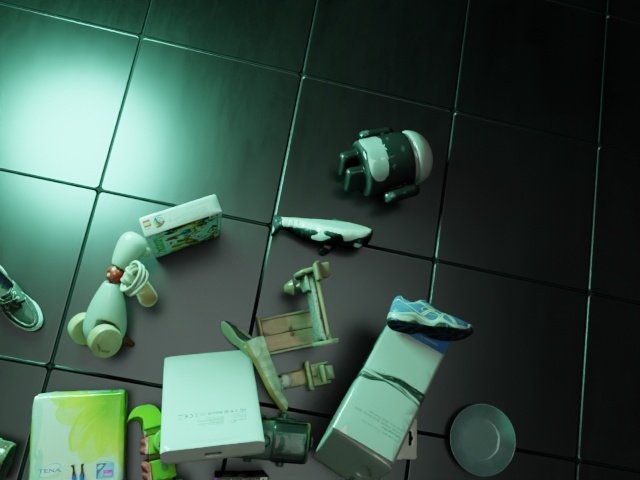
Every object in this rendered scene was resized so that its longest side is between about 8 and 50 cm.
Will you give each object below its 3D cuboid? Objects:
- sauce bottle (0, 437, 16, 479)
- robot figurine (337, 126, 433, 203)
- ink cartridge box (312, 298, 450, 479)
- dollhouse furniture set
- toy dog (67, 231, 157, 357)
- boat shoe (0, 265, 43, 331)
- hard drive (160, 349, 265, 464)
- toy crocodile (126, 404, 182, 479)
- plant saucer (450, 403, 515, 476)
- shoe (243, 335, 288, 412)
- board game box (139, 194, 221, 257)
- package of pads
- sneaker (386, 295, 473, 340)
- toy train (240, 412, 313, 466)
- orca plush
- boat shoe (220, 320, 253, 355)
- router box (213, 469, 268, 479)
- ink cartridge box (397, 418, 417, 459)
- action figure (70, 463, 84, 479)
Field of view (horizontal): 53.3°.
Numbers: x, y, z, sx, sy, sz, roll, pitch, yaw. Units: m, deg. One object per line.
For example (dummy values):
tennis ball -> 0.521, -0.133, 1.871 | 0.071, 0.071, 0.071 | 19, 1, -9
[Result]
sauce bottle -> -0.932, 0.504, 1.552 | 0.344, 0.111, 0.111 | 15, 75, -4
robot figurine -> 0.193, -0.225, 1.879 | 0.278, 0.173, 0.209 | -14, 103, -12
ink cartridge box -> 0.160, 0.388, 1.607 | 0.166, 0.285, 0.395 | 29, 56, 8
dollhouse furniture set -> -0.060, 0.238, 1.629 | 0.173, 0.355, 0.303 | -10, 79, -11
toy dog -> -0.512, 0.161, 1.670 | 0.334, 0.161, 0.220 | -52, 47, 12
boat shoe -> -0.818, 0.142, 1.672 | 0.080, 0.076, 0.228 | -36, 85, -15
hard drive -> -0.273, 0.400, 1.583 | 0.233, 0.353, 0.047 | -3, 117, -10
toy crocodile -> -0.403, 0.582, 1.603 | 0.105, 0.115, 0.341 | -7, 76, -31
plant saucer -> 0.452, 0.561, 1.801 | 0.195, 0.037, 0.195 | 2, 76, -9
shoe -> -0.131, 0.352, 1.678 | 0.058, 0.076, 0.219 | -28, 99, -12
board game box -> -0.359, -0.032, 1.670 | 0.193, 0.305, 0.053 | -19, 83, -13
package of pads -> -0.607, 0.529, 1.603 | 0.229, 0.101, 0.297 | 0, 76, -11
sneaker -> 0.268, 0.186, 1.539 | 0.211, 0.080, 0.081 | 14, 55, -3
toy train -> -0.177, 0.502, 1.632 | 0.334, 0.190, 0.142 | 9, 75, -7
orca plush -> 0.000, 0.000, 1.830 | 0.287, 0.151, 0.102 | 3, 108, -12
boat shoe -> -0.219, 0.263, 1.747 | 0.137, 0.049, 0.043 | 36, 41, 27
router box -> -0.202, 0.609, 1.609 | 0.133, 0.179, 0.046 | 2, 74, -8
ink cartridge box -> 0.160, 0.536, 1.744 | 0.198, 0.067, 0.115 | 5, 76, -7
action figure -> -0.581, 0.596, 1.525 | 0.038, 0.030, 0.115 | -3, 80, -17
